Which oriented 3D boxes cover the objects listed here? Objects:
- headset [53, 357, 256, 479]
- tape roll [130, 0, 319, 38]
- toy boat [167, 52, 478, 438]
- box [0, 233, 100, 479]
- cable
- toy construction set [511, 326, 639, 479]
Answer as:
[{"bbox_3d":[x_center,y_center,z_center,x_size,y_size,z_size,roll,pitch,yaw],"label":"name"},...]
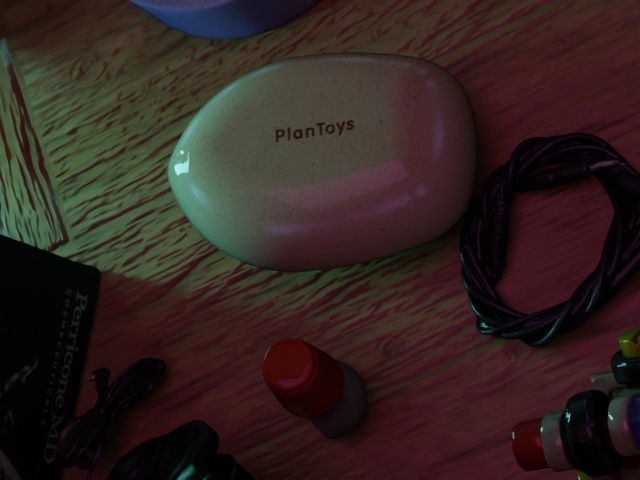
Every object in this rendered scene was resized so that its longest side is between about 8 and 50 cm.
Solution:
[{"bbox_3d":[-0.079,0.223,1.339,0.394,0.243,0.185,23,63,42],"label":"headset"},{"bbox_3d":[-0.090,-0.326,1.515,0.275,0.090,0.274,-5,77,21],"label":"tape roll"},{"bbox_3d":[0.000,0.000,1.395,0.268,0.148,0.318,-2,71,17],"label":"toy boat"},{"bbox_3d":[-0.455,0.192,1.346,0.298,0.472,0.479,7,82,22],"label":"box"},{"bbox_3d":[0.183,-0.001,1.359,0.184,0.047,0.150,-47,66,8],"label":"cable"},{"bbox_3d":[0.229,0.209,1.243,0.257,0.237,0.309,48,119,-2],"label":"toy construction set"}]
